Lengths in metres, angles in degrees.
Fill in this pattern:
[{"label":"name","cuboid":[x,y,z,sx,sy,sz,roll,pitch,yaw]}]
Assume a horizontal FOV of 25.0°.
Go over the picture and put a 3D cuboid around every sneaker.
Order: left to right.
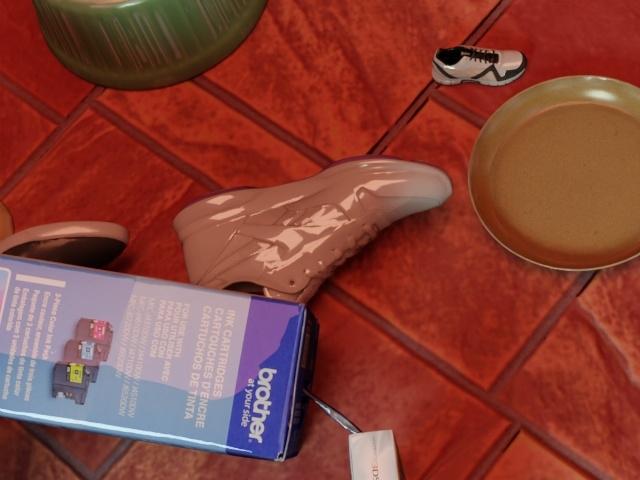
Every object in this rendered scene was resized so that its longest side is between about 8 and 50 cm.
[{"label":"sneaker","cuboid":[-0.335,0.081,1.574,0.295,0.104,0.147,-18,65,8]},{"label":"sneaker","cuboid":[0.000,0.000,1.545,0.305,0.114,0.152,-15,75,10]},{"label":"sneaker","cuboid":[0.178,-0.199,1.624,0.109,0.044,0.040,-5,61,9]}]

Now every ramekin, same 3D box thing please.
[{"label":"ramekin","cuboid":[-0.219,-0.346,1.726,0.303,0.148,0.303,-5,63,10]}]

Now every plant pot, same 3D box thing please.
[{"label":"plant pot","cuboid":[0.277,-0.069,1.543,0.236,0.032,0.236,-5,63,11]}]

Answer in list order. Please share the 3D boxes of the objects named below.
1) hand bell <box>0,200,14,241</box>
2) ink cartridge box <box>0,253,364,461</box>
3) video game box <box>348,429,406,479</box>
[{"label":"hand bell","cuboid":[-0.442,-0.052,1.579,0.126,0.242,0.126,-5,63,11]},{"label":"ink cartridge box","cuboid":[-0.146,0.118,1.374,0.395,0.270,0.151,7,83,4]},{"label":"video game box","cuboid":[0.065,0.293,1.315,0.048,0.205,0.187,-9,63,4]}]
